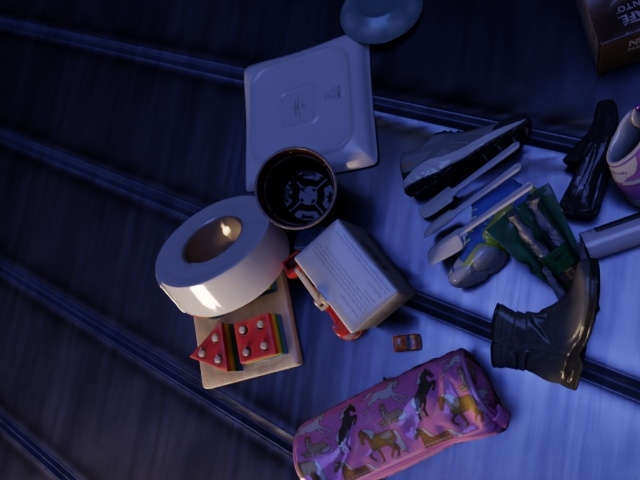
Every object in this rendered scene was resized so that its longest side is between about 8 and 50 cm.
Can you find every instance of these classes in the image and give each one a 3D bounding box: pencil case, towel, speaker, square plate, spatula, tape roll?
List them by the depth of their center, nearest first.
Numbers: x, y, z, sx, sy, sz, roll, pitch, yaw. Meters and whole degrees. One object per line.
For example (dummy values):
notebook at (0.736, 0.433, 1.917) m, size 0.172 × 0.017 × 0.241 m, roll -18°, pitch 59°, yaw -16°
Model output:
speaker at (0.524, -0.011, 0.927) m, size 0.136 × 0.055 × 0.055 m, roll -22°, pitch 70°, yaw 21°
pencil case at (0.141, 0.339, 0.979) m, size 0.386 × 0.160 × 0.167 m, roll -32°, pitch 75°, yaw 16°
spatula at (0.284, -0.070, 1.004) m, size 0.242 × 0.019 × 0.168 m, roll -38°, pitch 29°, yaw 32°
tape roll at (-0.215, 0.029, 1.176) m, size 0.287 × 0.100 × 0.286 m, roll -18°, pitch 38°, yaw 15°
towel at (0.000, 0.000, 1.196) m, size 0.120 × 0.029 × 0.067 m, roll 11°, pitch 83°, yaw 28°
square plate at (-0.043, -0.312, 1.276) m, size 0.344 × 0.049 × 0.346 m, roll -9°, pitch 75°, yaw 25°

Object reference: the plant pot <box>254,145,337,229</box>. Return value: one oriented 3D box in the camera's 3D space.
plant pot at (-0.037, -0.104, 1.144) m, size 0.167 × 0.165 × 0.166 m, roll 0°, pitch 90°, yaw 9°

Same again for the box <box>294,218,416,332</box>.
box at (0.072, 0.070, 1.047) m, size 0.119 × 0.182 × 0.181 m, roll -42°, pitch 73°, yaw 12°

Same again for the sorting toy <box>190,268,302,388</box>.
sorting toy at (-0.194, 0.182, 1.216) m, size 0.256 × 0.089 × 0.256 m, roll -20°, pitch 71°, yaw 21°

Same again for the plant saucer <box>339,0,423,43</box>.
plant saucer at (0.134, -0.540, 1.227) m, size 0.195 × 0.037 × 0.194 m, roll -6°, pitch 68°, yaw 15°

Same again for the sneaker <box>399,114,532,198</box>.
sneaker at (0.279, -0.186, 1.064) m, size 0.272 × 0.100 × 0.107 m, roll -23°, pitch 62°, yaw 19°

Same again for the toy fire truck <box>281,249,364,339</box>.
toy fire truck at (0.008, 0.115, 1.106) m, size 0.047 × 0.135 × 0.192 m, roll -38°, pitch 65°, yaw 14°

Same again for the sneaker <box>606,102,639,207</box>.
sneaker at (0.592, -0.194, 0.864) m, size 0.282 × 0.161 × 0.102 m, roll -46°, pitch 30°, yaw 9°

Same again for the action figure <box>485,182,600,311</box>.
action figure at (0.411, 0.033, 0.930) m, size 0.137 × 0.063 × 0.232 m, roll -37°, pitch 95°, yaw 4°

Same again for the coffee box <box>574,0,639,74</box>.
coffee box at (0.557, -0.480, 0.979) m, size 0.168 × 0.119 × 0.296 m, roll -16°, pitch 72°, yaw 22°

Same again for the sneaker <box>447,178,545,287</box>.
sneaker at (0.315, -0.021, 1.024) m, size 0.240 × 0.091 × 0.126 m, roll -42°, pitch 52°, yaw 4°

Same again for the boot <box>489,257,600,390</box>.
boot at (0.370, 0.134, 0.909) m, size 0.161 × 0.083 × 0.246 m, roll 14°, pitch 115°, yaw 26°

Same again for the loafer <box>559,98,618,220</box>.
loafer at (0.479, -0.147, 0.967) m, size 0.078 × 0.076 × 0.223 m, roll 13°, pitch 88°, yaw 20°

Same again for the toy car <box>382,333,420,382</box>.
toy car at (0.158, 0.239, 1.058) m, size 0.060 × 0.041 × 0.121 m, roll 9°, pitch 82°, yaw 27°
